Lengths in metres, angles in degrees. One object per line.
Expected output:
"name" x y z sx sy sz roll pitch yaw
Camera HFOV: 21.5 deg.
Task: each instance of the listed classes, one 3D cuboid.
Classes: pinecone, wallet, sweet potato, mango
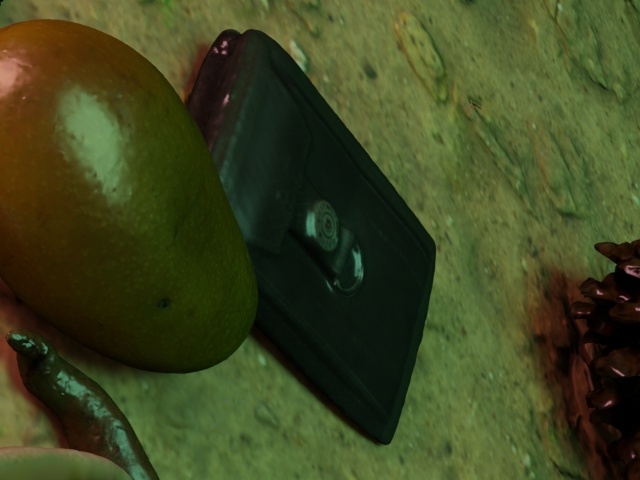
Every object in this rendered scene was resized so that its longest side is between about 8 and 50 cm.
"pinecone" 0.317 0.098 1.288 0.243 0.243 0.257 -13 80 -59
"wallet" 0.000 0.000 1.025 0.245 0.052 0.168 47 42 -39
"sweet potato" -0.104 0.103 0.809 0.153 0.038 0.041 63 9 -11
"mango" -0.099 -0.012 0.825 0.227 0.099 0.136 53 39 -42

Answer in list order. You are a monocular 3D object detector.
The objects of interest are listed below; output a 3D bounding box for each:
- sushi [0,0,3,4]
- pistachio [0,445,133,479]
"sushi" -0.199 -0.133 0.787 0.139 0.031 0.201 51 36 -31
"pistachio" -0.123 0.181 0.606 0.193 0.214 0.318 35 11 24
